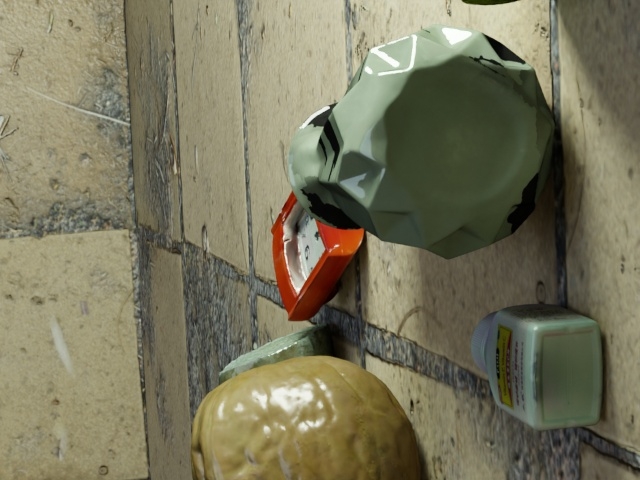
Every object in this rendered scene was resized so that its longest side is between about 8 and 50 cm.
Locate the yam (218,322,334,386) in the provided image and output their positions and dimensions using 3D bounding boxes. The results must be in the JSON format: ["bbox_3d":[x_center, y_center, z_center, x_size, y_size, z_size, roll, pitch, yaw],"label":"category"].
[{"bbox_3d":[-0.039,0.255,1.734,0.133,0.133,0.330,-154,58,-73],"label":"yam"}]

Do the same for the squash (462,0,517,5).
[{"bbox_3d":[0.183,-0.218,0.981,0.252,0.169,0.093,-14,82,41],"label":"squash"}]

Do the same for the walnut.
[{"bbox_3d":[-0.013,0.218,1.464,0.228,0.228,0.228,176,90,-75],"label":"walnut"}]

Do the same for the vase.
[{"bbox_3d":[0.062,-0.068,1.242,0.360,0.165,0.165,179,87,-79],"label":"vase"}]

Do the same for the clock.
[{"bbox_3d":[0.000,0.000,1.644,0.155,0.061,0.113,119,145,-58],"label":"clock"}]

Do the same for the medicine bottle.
[{"bbox_3d":[0.149,0.083,1.113,0.118,0.055,0.074,-151,57,-73],"label":"medicine bottle"}]
